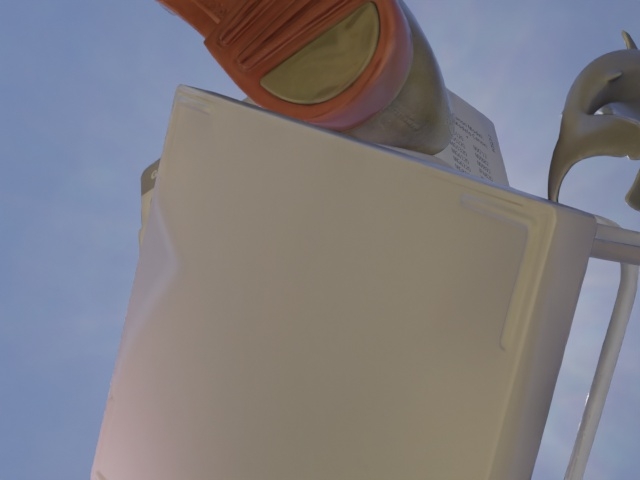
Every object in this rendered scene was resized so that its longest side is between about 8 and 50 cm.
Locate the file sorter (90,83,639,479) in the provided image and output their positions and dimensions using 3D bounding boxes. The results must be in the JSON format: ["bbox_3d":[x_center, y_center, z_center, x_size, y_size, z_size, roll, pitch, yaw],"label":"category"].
[{"bbox_3d":[0.048,0.064,0.557,0.278,0.173,0.192,25,-77,58],"label":"file sorter"}]

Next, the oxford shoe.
[{"bbox_3d":[-0.047,-0.190,0.954,0.140,0.146,0.397,-41,-125,12],"label":"oxford shoe"}]

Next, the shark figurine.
[{"bbox_3d":[0.217,-0.086,0.824,0.116,0.278,0.166,-25,-108,34],"label":"shark figurine"}]

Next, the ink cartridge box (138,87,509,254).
[{"bbox_3d":[0.000,0.000,1.136,0.309,0.130,0.271,-30,-130,28],"label":"ink cartridge box"}]
